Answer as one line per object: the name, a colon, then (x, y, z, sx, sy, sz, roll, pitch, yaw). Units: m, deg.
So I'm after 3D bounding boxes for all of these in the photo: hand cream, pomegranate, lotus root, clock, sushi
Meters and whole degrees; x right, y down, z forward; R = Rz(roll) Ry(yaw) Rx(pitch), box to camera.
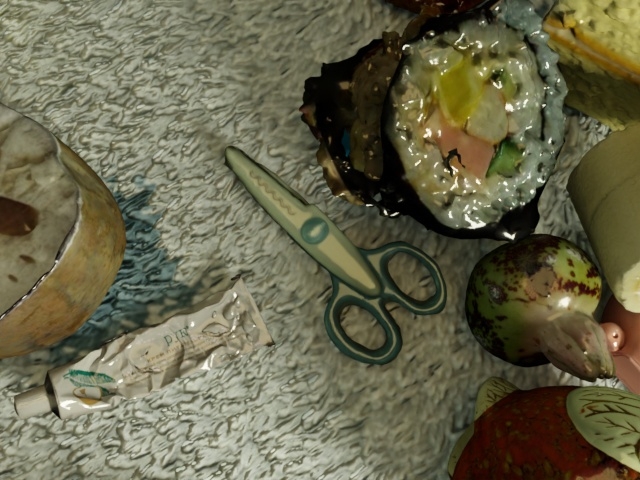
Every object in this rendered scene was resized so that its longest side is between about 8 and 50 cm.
hand cream: (-0.180, 0.122, 0.649, 0.257, 0.050, 0.084, -23, 82, -13)
pomegranate: (0.223, 0.069, 0.620, 0.163, 0.126, 0.138, 38, 122, 30)
lotus root: (-0.320, 0.005, 0.600, 0.272, 0.192, 0.272, -2, 74, 7)
clock: (0.372, 0.094, 0.651, 0.162, 0.092, 0.166, -41, 82, -12)
sushi: (0.107, -0.118, 0.639, 0.239, 0.219, 0.224, -8, 102, -37)

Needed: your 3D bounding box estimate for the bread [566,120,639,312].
bread: (0.328, -0.024, 0.597, 0.148, 0.134, 0.141, -19, 52, 14)

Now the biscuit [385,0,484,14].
biscuit: (0.134, -0.353, 0.754, 0.192, 0.049, 0.191, 0, 83, -1)

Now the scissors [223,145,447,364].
scissors: (0.000, 0.000, 0.681, 0.289, 0.041, 0.138, 44, 88, 6)

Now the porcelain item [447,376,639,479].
porcelain item: (0.243, 0.222, 0.582, 0.253, 0.253, 0.252, 0, 79, -2)

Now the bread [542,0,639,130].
bread: (0.367, -0.214, 0.625, 0.236, 0.263, 0.198, 38, 84, 7)
